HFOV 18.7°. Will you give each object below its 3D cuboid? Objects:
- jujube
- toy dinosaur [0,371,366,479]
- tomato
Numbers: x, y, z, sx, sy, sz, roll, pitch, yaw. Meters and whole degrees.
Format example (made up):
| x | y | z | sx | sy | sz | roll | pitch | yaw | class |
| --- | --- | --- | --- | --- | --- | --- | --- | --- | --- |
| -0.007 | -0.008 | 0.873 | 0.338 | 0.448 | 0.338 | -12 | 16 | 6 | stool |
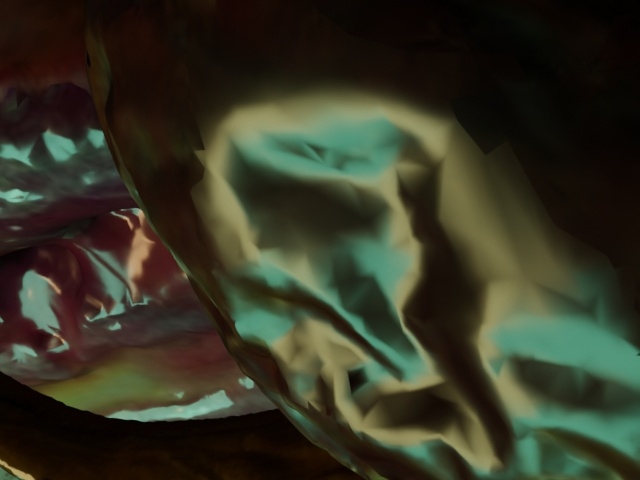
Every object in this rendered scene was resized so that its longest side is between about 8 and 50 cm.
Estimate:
| x | y | z | sx | sy | sz | roll | pitch | yaw | class |
| --- | --- | --- | --- | --- | --- | --- | --- | --- | --- |
| 0.054 | -0.024 | 0.468 | 0.243 | 0.183 | 0.183 | 22 | 163 | 36 | jujube |
| 0.026 | 0.077 | 0.576 | 0.432 | 0.097 | 0.208 | 3 | -154 | 2 | toy dinosaur |
| -0.022 | -0.021 | 0.746 | 0.290 | 0.176 | 0.335 | -13 | 143 | 33 | tomato |
